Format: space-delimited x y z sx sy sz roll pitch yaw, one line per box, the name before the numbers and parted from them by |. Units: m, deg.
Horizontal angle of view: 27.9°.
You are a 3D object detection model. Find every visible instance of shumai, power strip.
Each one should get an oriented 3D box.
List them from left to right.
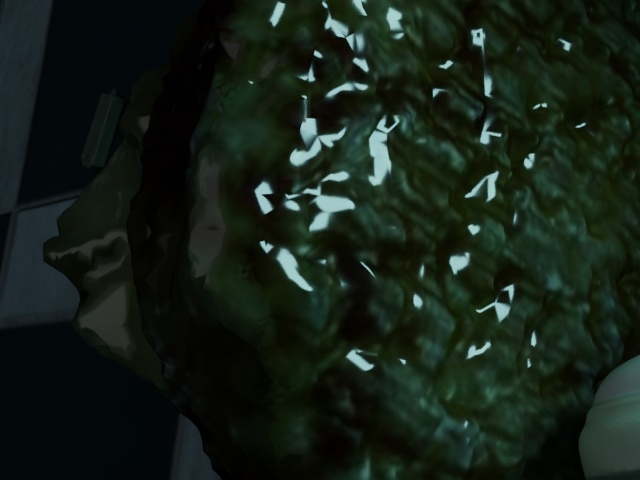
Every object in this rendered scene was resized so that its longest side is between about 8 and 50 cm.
power strip | -0.214 -0.110 1.268 0.027 0.017 0.083 19 90 50
shumai | 0.000 0.000 0.706 0.348 0.395 0.395 -6 71 47

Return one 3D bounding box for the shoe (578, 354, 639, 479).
shoe | 0.262 -0.010 0.501 0.363 0.132 0.160 -19 66 18
